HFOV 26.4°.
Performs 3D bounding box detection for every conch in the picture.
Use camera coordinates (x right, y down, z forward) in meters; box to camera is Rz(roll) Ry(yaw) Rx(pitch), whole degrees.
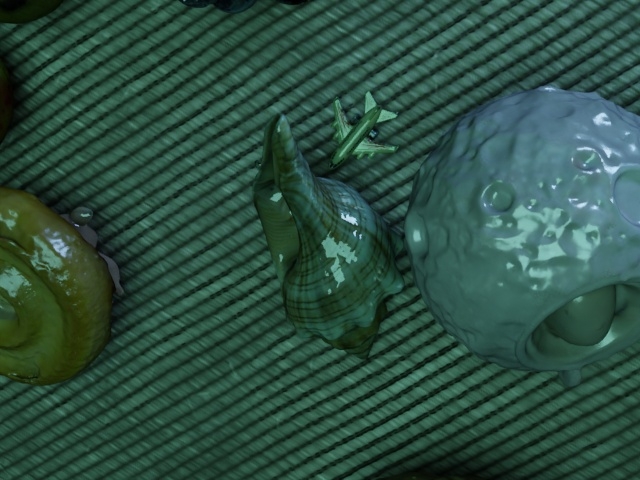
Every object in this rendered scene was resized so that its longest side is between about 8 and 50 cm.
[{"bbox_3d":[0.010,-0.004,1.712,0.203,0.169,0.386,17,125,43],"label":"conch"}]

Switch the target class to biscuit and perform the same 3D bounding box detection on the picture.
[{"bbox_3d":[-0.410,0.066,1.791,0.296,0.102,0.296,16,128,22],"label":"biscuit"}]

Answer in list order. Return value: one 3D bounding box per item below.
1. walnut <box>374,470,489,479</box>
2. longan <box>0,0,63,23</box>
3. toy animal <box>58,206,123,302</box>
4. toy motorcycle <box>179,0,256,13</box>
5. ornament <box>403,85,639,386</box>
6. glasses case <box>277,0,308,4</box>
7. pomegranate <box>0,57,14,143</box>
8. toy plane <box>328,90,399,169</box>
[{"bbox_3d":[0.157,0.469,1.692,0.381,0.381,0.381,2,101,11],"label":"walnut"},{"bbox_3d":[-0.389,-0.360,1.744,0.155,0.145,0.176,-7,59,-2],"label":"longan"},{"bbox_3d":[-0.320,0.023,1.825,0.150,0.083,0.089,51,148,-10],"label":"toy animal"},{"bbox_3d":[-0.169,-0.417,1.675,0.358,0.125,0.212,30,108,24],"label":"toy motorcycle"},{"bbox_3d":[0.258,-0.019,1.580,0.337,0.337,0.337,2,101,11],"label":"ornament"},{"bbox_3d":[0.024,-0.403,1.685,0.267,0.067,0.103,-41,90,16],"label":"glasses case"},{"bbox_3d":[-0.505,-0.160,1.770,0.198,0.198,0.246,25,104,6],"label":"pomegranate"},{"bbox_3d":[0.047,-0.134,1.744,0.102,0.040,0.111,40,106,4],"label":"toy plane"}]
